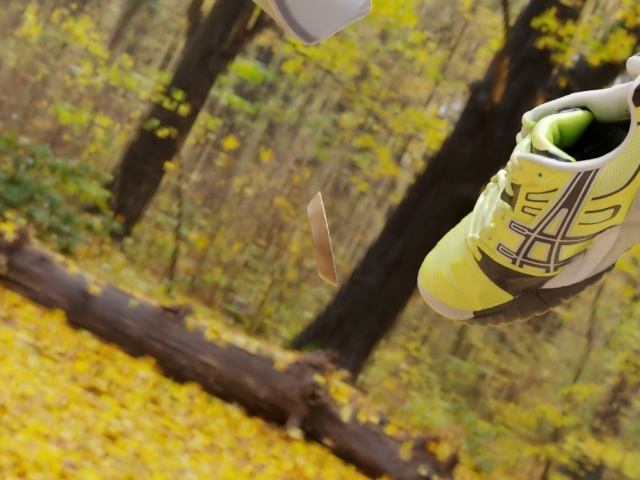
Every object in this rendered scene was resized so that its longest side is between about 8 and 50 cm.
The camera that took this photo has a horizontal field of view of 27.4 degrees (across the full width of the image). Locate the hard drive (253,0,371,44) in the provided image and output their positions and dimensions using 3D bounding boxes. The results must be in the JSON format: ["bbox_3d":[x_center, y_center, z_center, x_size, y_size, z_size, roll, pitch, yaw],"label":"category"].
[{"bbox_3d":[-0.082,-0.244,0.702,0.233,0.047,0.353,62,-3,-23],"label":"hard drive"}]

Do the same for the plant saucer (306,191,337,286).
[{"bbox_3d":[0.000,0.000,1.123,0.015,0.083,0.083,-11,-1,-1],"label":"plant saucer"}]

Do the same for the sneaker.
[{"bbox_3d":[0.203,-0.047,1.114,0.147,0.145,0.384,35,-41,-20],"label":"sneaker"}]
